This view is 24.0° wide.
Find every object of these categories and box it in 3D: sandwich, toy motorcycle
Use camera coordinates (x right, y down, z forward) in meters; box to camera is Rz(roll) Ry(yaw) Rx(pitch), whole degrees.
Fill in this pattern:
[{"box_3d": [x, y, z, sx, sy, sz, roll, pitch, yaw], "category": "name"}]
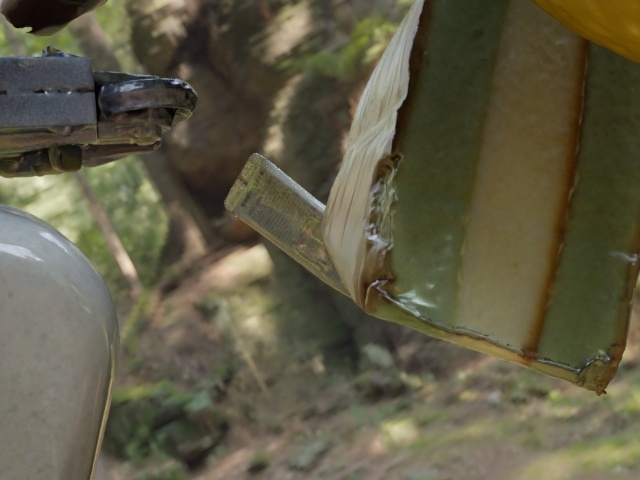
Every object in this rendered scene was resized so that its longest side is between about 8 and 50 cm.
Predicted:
[{"box_3d": [0.089, -0.008, 0.883, 0.155, 0.227, 0.198, 17, -26, -7], "category": "sandwich"}, {"box_3d": [-0.160, -0.057, 0.726, 0.193, 0.061, 0.124, -4, -7, -30], "category": "toy motorcycle"}]

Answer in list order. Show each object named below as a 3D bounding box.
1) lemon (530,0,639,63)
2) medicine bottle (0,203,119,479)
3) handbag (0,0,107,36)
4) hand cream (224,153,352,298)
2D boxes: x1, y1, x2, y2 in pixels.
[{"box_3d": [0.202, -0.230, 0.696, 0.336, 0.336, 0.336, -27, -15, -8], "category": "lemon"}, {"box_3d": [-0.275, 0.076, 0.584, 0.375, 0.282, 0.123, 14, 2, -23], "category": "medicine bottle"}, {"box_3d": [-0.049, -0.219, 0.712, 0.127, 0.213, 0.235, 35, -42, -27], "category": "handbag"}, {"box_3d": [0.000, 0.000, 1.168, 0.057, 0.165, 0.037, -58, -11, 28], "category": "hand cream"}]
